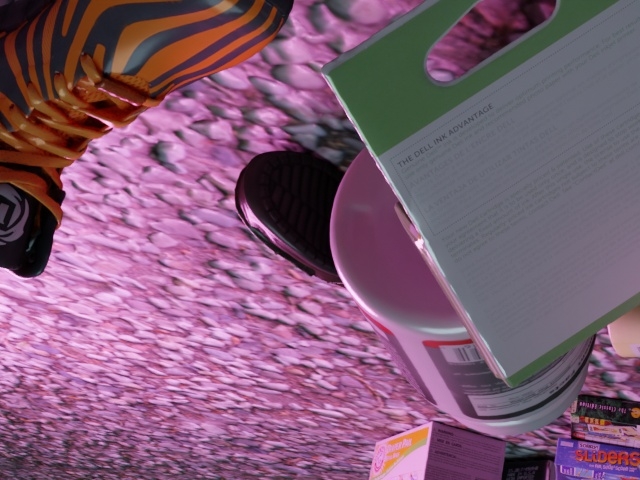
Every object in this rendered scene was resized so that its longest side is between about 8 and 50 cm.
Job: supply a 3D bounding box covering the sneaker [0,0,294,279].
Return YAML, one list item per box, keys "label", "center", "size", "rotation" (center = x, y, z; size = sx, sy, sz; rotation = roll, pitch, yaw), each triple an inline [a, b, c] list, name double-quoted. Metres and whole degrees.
- label: "sneaker"
  center: [-0.149, -0.069, 0.754]
  size: [0.321, 0.180, 0.124]
  rotation: [-10, 150, 45]

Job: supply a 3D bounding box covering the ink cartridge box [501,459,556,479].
- label: "ink cartridge box"
  center: [0.339, 0.395, 1.845]
  size: [0.307, 0.072, 0.303]
  rotation: [22, 156, -30]

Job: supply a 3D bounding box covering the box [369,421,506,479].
- label: "box"
  center: [0.151, 0.323, 1.703]
  size: [0.114, 0.103, 0.203]
  rotation: [17, 158, -14]

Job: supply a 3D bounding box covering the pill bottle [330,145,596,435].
- label: "pill bottle"
  center: [0.117, 0.038, 0.911]
  size: [0.161, 0.161, 0.283]
  rotation: [5, 158, 18]

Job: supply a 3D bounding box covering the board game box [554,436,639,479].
- label: "board game box"
  center: [0.355, 0.291, 1.527]
  size: [0.136, 0.035, 0.201]
  rotation: [7, 159, 13]

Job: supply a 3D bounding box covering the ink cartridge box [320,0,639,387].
- label: "ink cartridge box"
  center: [0.117, -0.052, 0.675]
  size: [0.235, 0.171, 0.056]
  rotation: [56, -179, -30]

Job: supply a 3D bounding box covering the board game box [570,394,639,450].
- label: "board game box"
  center: [0.363, 0.237, 1.475]
  size: [0.136, 0.030, 0.260]
  rotation: [4, 158, 14]

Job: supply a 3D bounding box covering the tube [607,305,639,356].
- label: "tube"
  center: [0.349, 0.058, 0.985]
  size: [0.240, 0.070, 0.062]
  rotation: [-4, 134, 35]

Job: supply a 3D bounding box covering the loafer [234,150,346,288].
- label: "loafer"
  center: [0.000, 0.000, 0.989]
  size: [0.078, 0.080, 0.220]
  rotation: [-6, 153, 38]
